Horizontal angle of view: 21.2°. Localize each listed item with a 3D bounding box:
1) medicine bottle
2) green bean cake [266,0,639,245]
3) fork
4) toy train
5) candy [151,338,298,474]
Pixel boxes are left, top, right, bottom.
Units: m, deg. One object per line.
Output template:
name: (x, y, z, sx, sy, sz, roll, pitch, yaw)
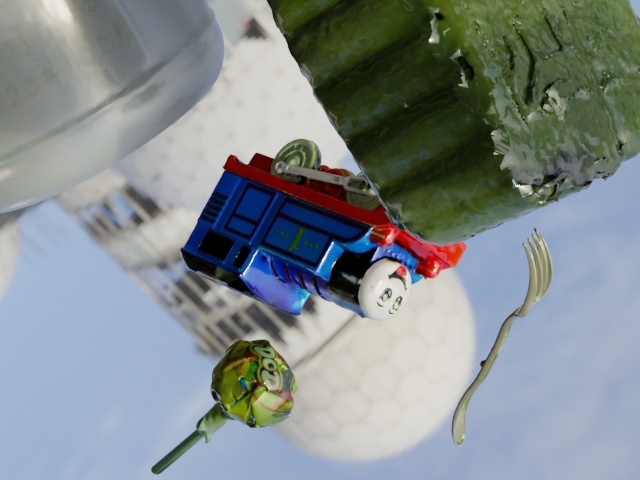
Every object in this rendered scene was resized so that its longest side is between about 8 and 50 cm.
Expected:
medicine bottle: (-0.236, -0.201, 1.232, 0.245, 0.306, 0.245, -26, -161, 10)
green bean cake: (0.088, -0.115, 1.000, 0.200, 0.214, 0.113, -27, 179, -45)
fork: (0.135, 0.084, 1.291, 0.034, 0.028, 0.219, -51, 163, -49)
toy train: (0.000, 0.000, 1.296, 0.204, 0.083, 0.131, 21, -101, 46)
candy: (-0.077, 0.129, 1.218, 0.058, 0.062, 0.194, -5, 155, -35)
